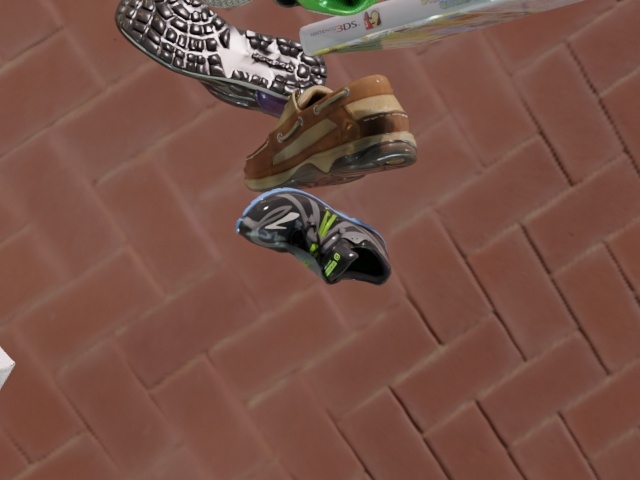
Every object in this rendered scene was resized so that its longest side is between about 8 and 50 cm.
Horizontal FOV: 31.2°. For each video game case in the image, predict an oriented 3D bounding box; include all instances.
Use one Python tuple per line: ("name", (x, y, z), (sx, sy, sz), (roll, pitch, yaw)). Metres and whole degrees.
("video game case", (0.123, -0.184, 0.895), (0.206, 0.227, 0.026), (-11, 96, 28))

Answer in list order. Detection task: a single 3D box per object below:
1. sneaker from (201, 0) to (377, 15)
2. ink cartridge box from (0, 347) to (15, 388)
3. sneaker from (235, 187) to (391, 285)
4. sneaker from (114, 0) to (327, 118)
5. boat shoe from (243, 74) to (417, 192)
("sneaker", (-0.030, -0.206, 0.745), (0.134, 0.343, 0.146), (-9, 90, -19))
("ink cartridge box", (-0.352, 0.126, 0.872), (0.158, 0.092, 0.218), (43, 114, 21))
("sneaker", (0.000, 0.000, 1.194), (0.188, 0.078, 0.067), (20, 113, -30))
("sneaker", (-0.142, -0.228, 1.510), (0.283, 0.124, 0.107), (22, 65, -12))
("boat shoe", (0.007, -0.130, 1.407), (0.123, 0.324, 0.119), (-8, 89, -33))
